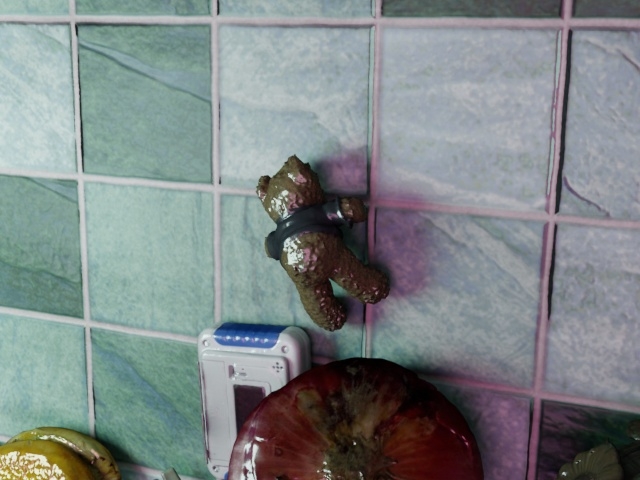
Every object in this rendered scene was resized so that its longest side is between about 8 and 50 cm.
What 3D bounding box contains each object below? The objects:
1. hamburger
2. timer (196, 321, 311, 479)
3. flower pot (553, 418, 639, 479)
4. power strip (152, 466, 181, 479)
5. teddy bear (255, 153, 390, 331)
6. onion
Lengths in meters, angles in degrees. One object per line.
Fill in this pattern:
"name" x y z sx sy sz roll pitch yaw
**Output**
"hamburger" -0.467 0.396 1.475 0.283 0.144 0.157 -10 91 19
"timer" -0.101 0.256 1.329 0.178 0.078 0.253 1 102 21
"flower pot" 0.426 0.367 1.037 0.301 0.213 0.302 0 82 1
"power strip" -0.309 0.484 1.392 0.261 0.229 0.141 -28 90 -9
"teddy bear" -0.006 0.006 1.206 0.182 0.129 0.251 -28 91 23
"onion" 0.048 0.342 1.204 0.347 0.285 0.348 -1 64 2
